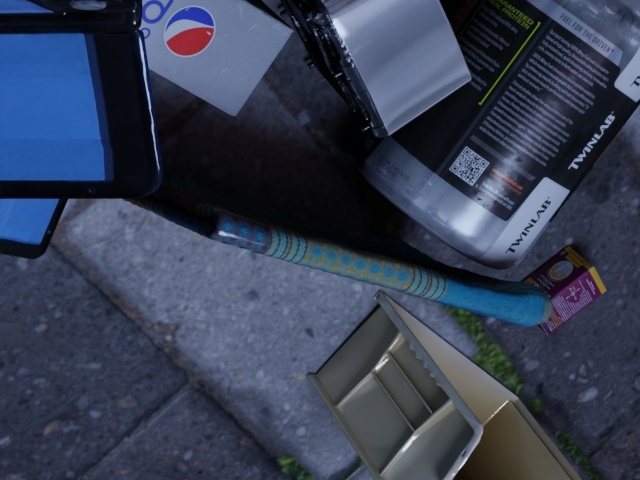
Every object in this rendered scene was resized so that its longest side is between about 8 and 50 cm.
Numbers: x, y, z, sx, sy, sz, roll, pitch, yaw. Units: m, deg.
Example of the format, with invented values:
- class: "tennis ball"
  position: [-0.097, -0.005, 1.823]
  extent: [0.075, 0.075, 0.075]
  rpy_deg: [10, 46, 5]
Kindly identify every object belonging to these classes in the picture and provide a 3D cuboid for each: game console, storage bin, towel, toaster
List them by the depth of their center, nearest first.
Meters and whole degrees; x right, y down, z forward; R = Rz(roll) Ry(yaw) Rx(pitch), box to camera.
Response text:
- class: "game console"
  position: [-0.288, -0.119, 1.351]
  extent: [0.293, 0.250, 0.173]
  rpy_deg: [-1, 90, 8]
- class: "game console"
  position: [-0.266, -0.039, 1.548]
  extent: [0.085, 0.124, 0.144]
  rpy_deg: [22, 107, -9]
- class: "toaster"
  position: [0.036, -0.198, 1.553]
  extent: [0.110, 0.185, 0.168]
  rpy_deg: [-32, 128, -3]
- class: "towel"
  position: [0.000, 0.000, 1.602]
  extent: [0.370, 0.271, 0.040]
  rpy_deg: [16, 93, -34]
- class: "storage bin"
  position: [0.151, 0.223, 1.822]
  extent: [0.123, 0.260, 0.262]
  rpy_deg: [-45, 129, 7]

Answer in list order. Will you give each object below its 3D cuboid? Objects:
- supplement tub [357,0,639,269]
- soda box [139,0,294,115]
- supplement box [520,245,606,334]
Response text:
- class: "supplement tub"
  position: [0.195, -0.145, 1.665]
  extent: [0.193, 0.193, 0.316]
  rpy_deg: [28, 103, -38]
- class: "soda box"
  position: [-0.166, -0.217, 1.488]
  extent: [0.286, 0.091, 0.098]
  rpy_deg: [27, 103, -38]
- class: "supplement box"
  position: [0.259, 0.054, 1.909]
  extent: [0.083, 0.055, 0.043]
  rpy_deg: [-38, 128, -5]
